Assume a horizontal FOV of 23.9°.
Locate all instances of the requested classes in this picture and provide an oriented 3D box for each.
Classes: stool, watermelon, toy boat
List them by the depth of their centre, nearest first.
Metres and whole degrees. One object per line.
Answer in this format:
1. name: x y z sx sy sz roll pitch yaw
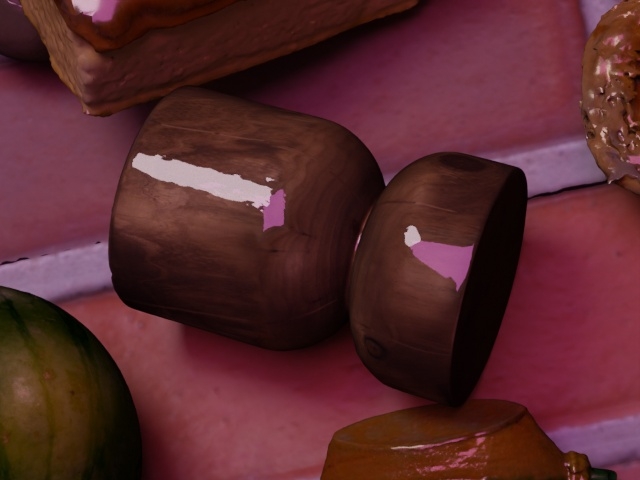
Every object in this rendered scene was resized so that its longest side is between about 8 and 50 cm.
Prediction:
1. watermelon: -0.249 0.150 1.083 0.242 0.242 0.242 -4 71 11
2. toy boat: 0.096 0.169 1.090 0.229 0.089 0.088 -9 107 11
3. stool: 0.000 0.000 1.109 0.264 0.179 0.179 16 76 17

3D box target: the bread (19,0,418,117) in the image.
1. bread: -0.104 -0.291 1.199 0.333 0.143 0.323 -23 67 -21

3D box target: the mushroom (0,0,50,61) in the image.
1. mushroom: -0.255 -0.228 1.281 0.117 0.141 0.188 -39 57 39

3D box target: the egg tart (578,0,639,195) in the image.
1. egg tart: 0.312 -0.103 1.124 0.252 0.098 0.232 -30 61 -3
